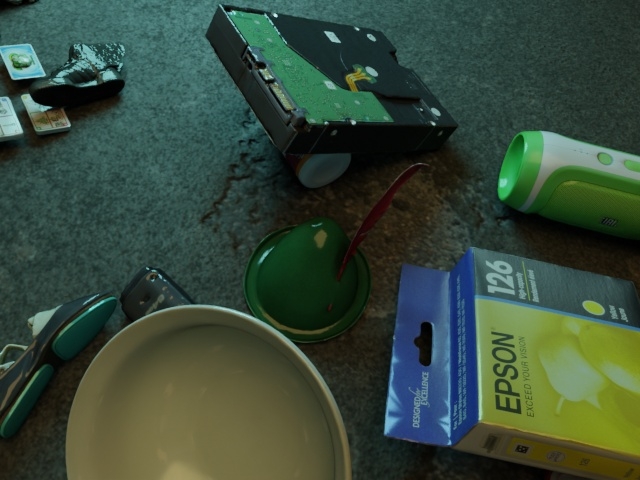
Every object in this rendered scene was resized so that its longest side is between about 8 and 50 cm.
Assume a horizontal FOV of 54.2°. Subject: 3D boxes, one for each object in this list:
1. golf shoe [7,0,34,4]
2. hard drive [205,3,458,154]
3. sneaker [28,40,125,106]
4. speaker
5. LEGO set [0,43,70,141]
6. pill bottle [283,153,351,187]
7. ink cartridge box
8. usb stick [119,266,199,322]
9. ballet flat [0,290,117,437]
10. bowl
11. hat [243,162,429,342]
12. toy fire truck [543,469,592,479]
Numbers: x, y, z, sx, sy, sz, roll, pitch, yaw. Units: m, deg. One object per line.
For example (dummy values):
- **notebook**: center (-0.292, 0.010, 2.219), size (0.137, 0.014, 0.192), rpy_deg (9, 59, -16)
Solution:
- **golf shoe**: center (-0.547, -0.413, 1.005), size (0.176, 0.086, 0.069), rpy_deg (-35, 72, -24)
- **hard drive**: center (0.026, -0.230, 0.921), size (0.338, 0.064, 0.237), rpy_deg (-10, 58, -44)
- **sneaker**: center (-0.368, -0.259, 0.951), size (0.170, 0.051, 0.089), rpy_deg (-20, 71, -37)
- **speaker**: center (0.424, -0.073, 0.925), size (0.296, 0.131, 0.131), rpy_deg (14, 58, 0)
- **LEGO set**: center (-0.507, -0.229, 0.938), size (0.182, 0.060, 0.244), rpy_deg (-18, 64, -32)
- **pill bottle**: center (-0.025, -0.160, 0.933), size (0.086, 0.086, 0.152), rpy_deg (-22, 64, -20)
- **ink cartridge box**: center (0.244, 0.127, 0.743), size (0.307, 0.072, 0.304), rpy_deg (13, 37, 2)
- **usb stick**: center (-0.132, 0.140, 0.749), size (0.278, 0.045, 0.077), rpy_deg (41, 100, 16)
- **ballet flat**: center (-0.326, 0.127, 0.725), size (0.074, 0.074, 0.203), rpy_deg (29, 61, 9)
- **bowl**: center (-0.095, 0.210, 0.638), size (0.297, 0.134, 0.298), rpy_deg (-1, 87, 19)
- **hat**: center (0.000, 0.000, 0.782), size (0.172, 0.184, 0.209), rpy_deg (24, 59, 6)
- **toy fire truck**: center (0.389, 0.375, 0.651), size (0.253, 0.169, 0.302), rpy_deg (-11, 58, 12)
